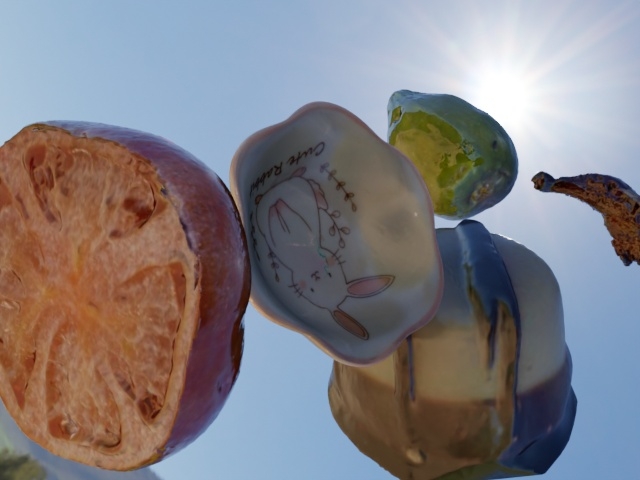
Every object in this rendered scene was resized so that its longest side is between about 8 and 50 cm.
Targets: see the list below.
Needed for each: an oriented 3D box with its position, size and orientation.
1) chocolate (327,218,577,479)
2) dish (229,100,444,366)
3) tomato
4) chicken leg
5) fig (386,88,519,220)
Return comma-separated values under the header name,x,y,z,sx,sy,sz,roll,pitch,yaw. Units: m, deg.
name,x,y,z,sx,sy,sz,roll,pitch,yaw
chocolate,0.138,0.096,0.884,0.283,0.283,0.186,42,-33,44
dish,0.000,0.000,0.714,0.081,0.229,0.229,-26,-95,49
tomato,-0.130,0.029,0.547,0.236,0.095,0.237,6,-80,35
chicken leg,0.353,-0.033,0.999,0.205,0.093,0.053,39,-21,11
fig,0.179,-0.141,1.212,0.233,0.167,0.167,55,-27,5
